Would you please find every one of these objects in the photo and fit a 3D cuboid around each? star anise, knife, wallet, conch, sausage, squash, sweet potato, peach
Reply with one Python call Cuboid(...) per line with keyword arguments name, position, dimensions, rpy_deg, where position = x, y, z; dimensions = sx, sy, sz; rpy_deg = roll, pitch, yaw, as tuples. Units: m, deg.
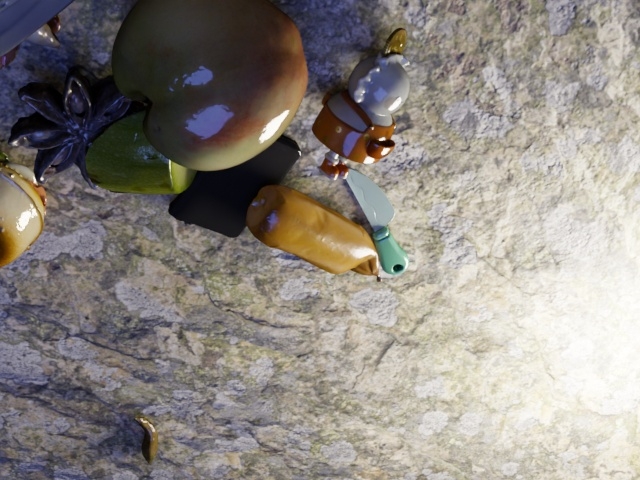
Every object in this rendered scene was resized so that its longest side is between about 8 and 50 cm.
Cuboid(name="star anise", position=(-0.385, -0.198, 1.732), dimensions=(0.223, 0.109, 0.236), rpy_deg=(-21, 143, 4))
Cuboid(name="knife", position=(-0.398, -0.363, 1.555), dimensions=(0.265, 0.040, 0.073), rpy_deg=(-40, 129, -12))
Cuboid(name="wallet", position=(-0.151, -0.104, 1.881), dimensions=(0.149, 0.044, 0.250), rpy_deg=(21, 125, -28))
Cuboid(name="conch", position=(-0.455, -0.354, 1.597), dimensions=(0.176, 0.105, 0.094), rpy_deg=(24, 143, -27))
Cuboid(name="sausage", position=(0.005, -0.003, 1.939), dimensions=(0.328, 0.112, 0.112), rpy_deg=(27, 123, -39))
Cuboid(name="knife", position=(0.110, -0.038, 1.979), dimensions=(0.063, 0.035, 0.260), rpy_deg=(-21, 126, 5))
Cuboid(name="squash", position=(-0.284, -0.116, 1.741), dimensions=(0.184, 0.085, 0.192), rpy_deg=(-21, 145, -10))
Cuboid(name="sweet potato", position=(-0.371, 0.432, 2.311), dimensions=(0.041, 0.038, 0.153), rpy_deg=(-20, 132, -20))
Cuboid(name="peach", position=(-0.158, -0.254, 1.595), dimensions=(0.292, 0.292, 0.247), rpy_deg=(-1, 167, -6))

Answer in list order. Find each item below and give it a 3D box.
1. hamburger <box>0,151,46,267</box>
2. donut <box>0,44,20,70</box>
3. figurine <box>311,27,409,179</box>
Cuboid(name="hamburger", position=(-0.578, -0.048, 1.809), dimensions=(0.236, 0.147, 0.237), rpy_deg=(5, 133, 5))
Cuboid(name="donut", position=(-0.542, -0.280, 1.635), dimensions=(0.166, 0.117, 0.065), rpy_deg=(-13, 126, 5))
Cuboid(name="figurine", position=(0.071, -0.225, 1.760), dimensions=(0.143, 0.143, 0.271), rpy_deg=(8, 109, -14))
